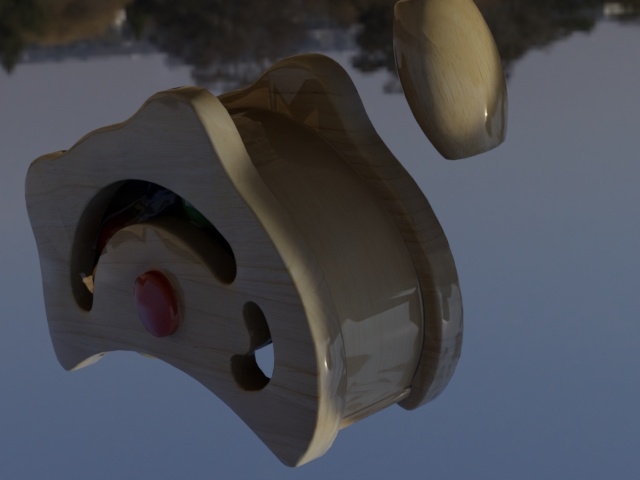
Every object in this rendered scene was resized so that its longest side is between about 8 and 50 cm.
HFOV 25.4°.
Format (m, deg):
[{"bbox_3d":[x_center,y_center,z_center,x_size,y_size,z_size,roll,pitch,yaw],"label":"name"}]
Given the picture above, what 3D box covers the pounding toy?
[{"bbox_3d":[0.000,0.000,0.610,0.155,0.154,0.269,-20,-178,-36],"label":"pounding toy"}]
